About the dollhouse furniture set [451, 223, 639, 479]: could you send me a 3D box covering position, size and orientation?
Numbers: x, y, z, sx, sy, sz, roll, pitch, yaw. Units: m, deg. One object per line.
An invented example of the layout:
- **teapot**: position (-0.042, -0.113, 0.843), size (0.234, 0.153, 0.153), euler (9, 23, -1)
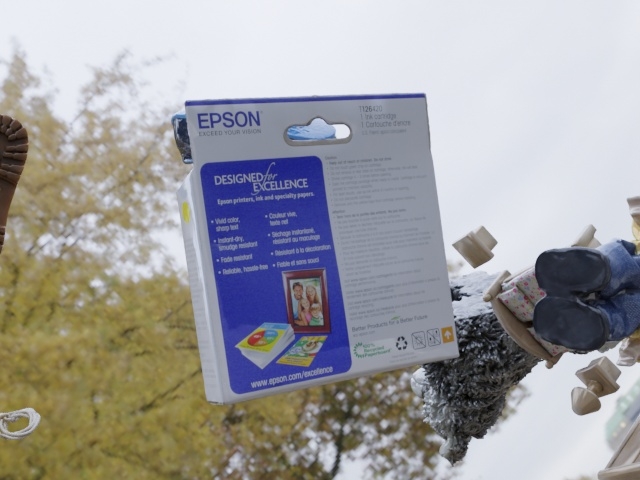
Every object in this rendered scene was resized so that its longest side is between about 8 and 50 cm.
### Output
- **dollhouse furniture set**: position (0.322, 0.116, 1.136), size (0.174, 0.355, 0.303), euler (-45, 1, -31)

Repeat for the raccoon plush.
- **raccoon plush**: position (0.292, 0.234, 1.519), size (0.216, 0.446, 0.299), euler (-24, -74, -22)

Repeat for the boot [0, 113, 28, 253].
- **boot**: position (-0.279, -0.022, 0.769), size (0.085, 0.059, 0.157), euler (1, 68, 67)

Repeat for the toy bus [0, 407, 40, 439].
- **toy bus**: position (-0.415, 0.181, 0.939), size (0.202, 0.191, 0.104), euler (-56, -29, -50)

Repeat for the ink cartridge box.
- **ink cartridge box**: position (0.000, 0.000, 1.037), size (0.304, 0.307, 0.072), euler (-6, -4, -30)

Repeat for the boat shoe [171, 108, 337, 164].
- **boat shoe**: position (-0.084, -0.127, 1.282), size (0.109, 0.258, 0.088), euler (-23, -62, -46)

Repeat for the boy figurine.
- **boy figurine**: position (0.340, 0.039, 1.004), size (0.285, 0.092, 0.177), euler (-7, -82, -45)
